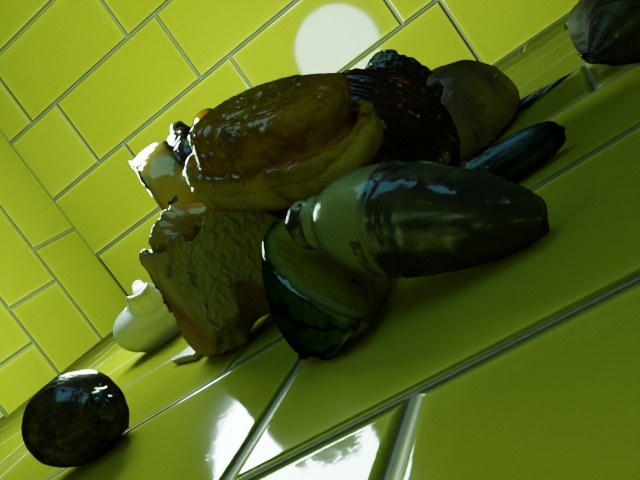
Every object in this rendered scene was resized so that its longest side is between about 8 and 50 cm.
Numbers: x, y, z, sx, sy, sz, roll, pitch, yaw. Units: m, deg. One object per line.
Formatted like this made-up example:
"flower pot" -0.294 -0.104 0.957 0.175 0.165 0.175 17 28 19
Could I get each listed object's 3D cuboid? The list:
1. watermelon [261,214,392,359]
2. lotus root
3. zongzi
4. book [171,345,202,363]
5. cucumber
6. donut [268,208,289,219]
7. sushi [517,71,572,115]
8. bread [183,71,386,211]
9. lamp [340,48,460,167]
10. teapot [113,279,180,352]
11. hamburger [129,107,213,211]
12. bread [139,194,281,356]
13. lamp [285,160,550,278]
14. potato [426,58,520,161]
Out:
"watermelon" 0.015 0.030 0.761 0.129 0.123 0.301 -11 16 16
"lotus root" -0.304 0.219 0.947 0.209 0.120 0.120 -30 8 47
"zongzi" 0.357 -0.258 0.977 0.242 0.112 0.221 -38 8 -17
"book" -0.150 0.135 1.207 0.172 0.012 0.118 -39 6 -28
"cucumber" 0.210 -0.089 0.803 0.105 0.048 0.048 -31 7 20
"donut" -0.048 -0.054 1.192 0.235 0.235 0.089 -37 31 -15
"sushi" 0.234 -0.199 1.390 0.339 0.068 0.320 -38 6 -21
"bread" -0.049 -0.112 0.898 0.236 0.120 0.198 -2 31 35
"lamp" 0.082 -0.142 1.063 0.247 0.247 0.247 -35 6 4
"teapot" -0.364 0.151 1.662 0.204 0.139 0.298 -40 8 -16
"hamburger" -0.216 -0.097 1.754 0.277 0.395 0.396 -36 6 -6
"bread" -0.140 0.030 1.019 0.183 0.211 0.224 -46 15 -21
"lamp" 0.071 -0.018 0.638 0.250 0.101 0.101 -3 27 41
"potato" 0.196 -0.227 1.263 0.239 0.116 0.299 -13 26 36
